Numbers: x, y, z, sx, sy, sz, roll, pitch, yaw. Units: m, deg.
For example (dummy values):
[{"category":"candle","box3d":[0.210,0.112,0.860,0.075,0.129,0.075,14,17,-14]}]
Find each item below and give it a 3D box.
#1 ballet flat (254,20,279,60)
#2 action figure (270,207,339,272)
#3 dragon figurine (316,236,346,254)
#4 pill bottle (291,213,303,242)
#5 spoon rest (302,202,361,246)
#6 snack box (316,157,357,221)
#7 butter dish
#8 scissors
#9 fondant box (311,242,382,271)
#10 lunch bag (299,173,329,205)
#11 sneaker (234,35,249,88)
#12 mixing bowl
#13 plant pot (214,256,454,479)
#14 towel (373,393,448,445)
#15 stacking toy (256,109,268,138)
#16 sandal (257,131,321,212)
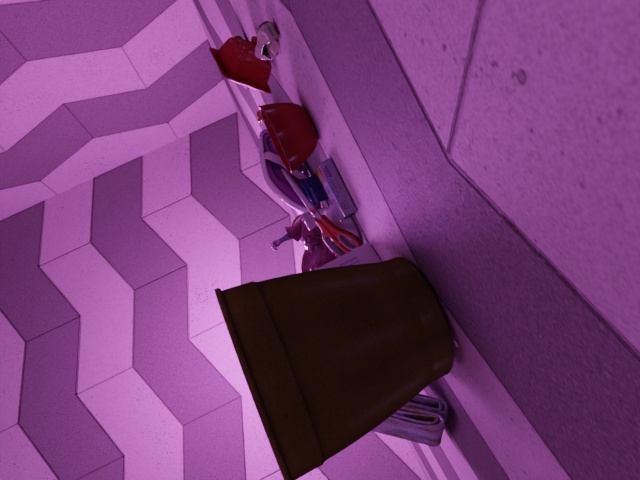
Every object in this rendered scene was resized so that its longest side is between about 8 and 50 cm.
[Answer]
[{"category":"ballet flat","box3d":[-0.119,-0.439,1.274,0.052,0.057,0.168,54,175,0]},{"category":"action figure","box3d":[0.000,0.000,1.901,0.248,0.276,0.370,-8,90,54]},{"category":"dragon figurine","box3d":[0.093,0.083,1.516,0.289,0.085,0.144,60,173,12]},{"category":"pill bottle","box3d":[-0.056,-0.049,2.234,0.119,0.119,0.208,64,175,-5]},{"category":"spoon rest","box3d":[0.040,-0.055,1.548,0.137,0.084,0.276,64,162,-19]},{"category":"snack box","box3d":[0.037,-0.121,1.352,0.141,0.037,0.100,63,176,2]},{"category":"butter dish","box3d":[-0.194,-0.490,1.497,0.160,0.118,0.160,10,-140,-40]},{"category":"scissors","box3d":[-0.013,-0.059,1.432,0.297,0.021,0.109,42,147,-9]},{"category":"fondant box","box3d":[0.085,0.192,1.270,0.330,0.238,0.096,60,174,40]},{"category":"lunch bag","box3d":[-0.024,-0.152,1.675,0.067,0.065,0.098,67,174,-31]},{"category":"sneaker","box3d":[-0.241,-0.586,1.823,0.178,0.072,0.077,80,177,-45]},{"category":"mixing bowl","box3d":[-0.068,-0.264,1.363,0.181,0.098,0.181,155,90,-85]},{"category":"plant pot","box3d":[0.035,0.197,1.029,0.366,0.353,0.366,159,90,-79]},{"category":"towel","box3d":[0.174,0.465,1.506,0.374,0.320,0.090,73,-146,-61]},{"category":"stacking toy","box3d":[-0.214,-0.376,2.200,0.167,0.052,0.221,94,169,-71]},{"category":"sandal","box3d":[-0.109,-0.247,1.823,0.102,0.169,0.416,-61,42,32]}]
